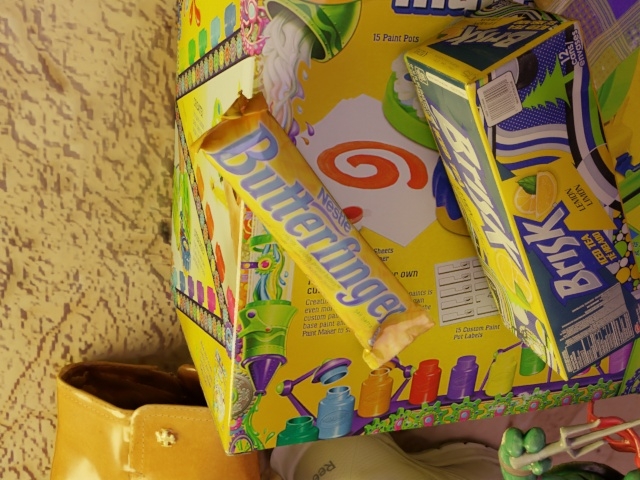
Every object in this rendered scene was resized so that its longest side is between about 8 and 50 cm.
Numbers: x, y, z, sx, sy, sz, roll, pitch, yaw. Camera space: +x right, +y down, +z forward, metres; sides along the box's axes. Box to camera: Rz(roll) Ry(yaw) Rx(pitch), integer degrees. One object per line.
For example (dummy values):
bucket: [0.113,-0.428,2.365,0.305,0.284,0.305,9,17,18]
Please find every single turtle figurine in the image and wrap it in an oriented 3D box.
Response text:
turtle figurine: [0.150,0.200,0.499,0.234,0.175,0.118,-36,169,22]

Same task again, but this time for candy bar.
candy bar: [0.000,0.000,0.357,0.040,0.018,0.161,-38,123,0]

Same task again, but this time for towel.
towel: [0.126,-0.115,0.354,0.060,0.009,0.083,-41,122,1]

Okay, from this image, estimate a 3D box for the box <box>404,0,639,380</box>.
box: [0.098,-0.019,0.360,0.054,0.059,0.169,-30,122,-6]

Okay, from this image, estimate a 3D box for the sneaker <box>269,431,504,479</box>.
sneaker: [0.093,0.233,0.661,0.297,0.129,0.111,23,104,-31]

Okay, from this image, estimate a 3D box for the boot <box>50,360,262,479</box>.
boot: [-0.055,0.200,0.538,0.294,0.104,0.211,14,113,10]

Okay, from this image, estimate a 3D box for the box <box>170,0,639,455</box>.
box: [0.071,-0.054,0.471,0.289,0.177,0.279,-3,117,-20]
